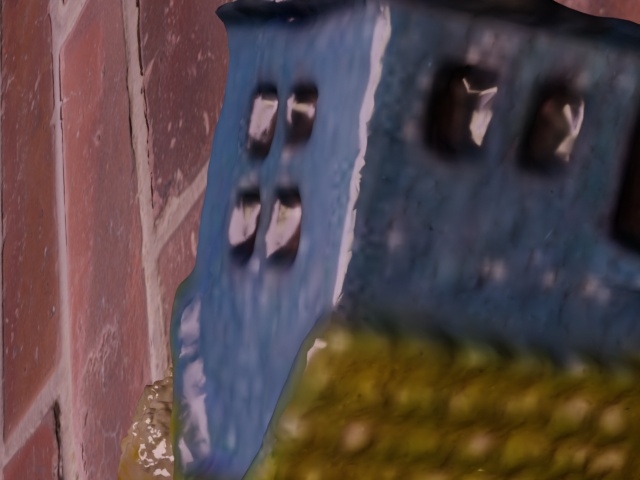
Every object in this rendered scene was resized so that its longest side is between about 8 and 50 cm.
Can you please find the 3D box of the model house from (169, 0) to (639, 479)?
[{"bbox_3d":[0.057,0.033,0.727,0.215,0.237,0.303,16,95,63],"label":"model house"}]

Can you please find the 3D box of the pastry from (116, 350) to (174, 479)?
[{"bbox_3d":[-0.037,0.177,0.910,0.258,0.089,0.121,39,118,20],"label":"pastry"}]
